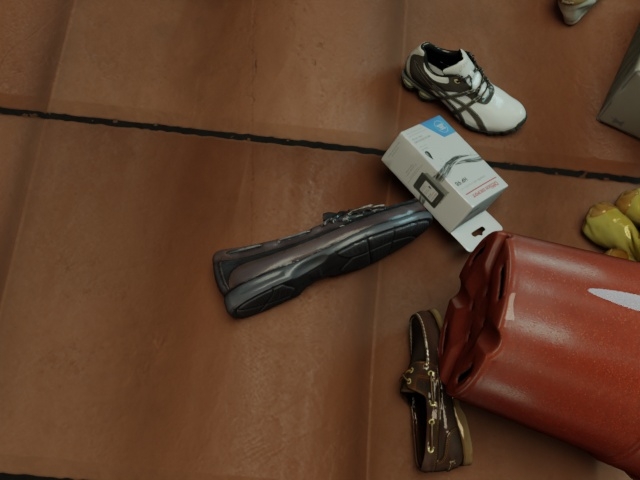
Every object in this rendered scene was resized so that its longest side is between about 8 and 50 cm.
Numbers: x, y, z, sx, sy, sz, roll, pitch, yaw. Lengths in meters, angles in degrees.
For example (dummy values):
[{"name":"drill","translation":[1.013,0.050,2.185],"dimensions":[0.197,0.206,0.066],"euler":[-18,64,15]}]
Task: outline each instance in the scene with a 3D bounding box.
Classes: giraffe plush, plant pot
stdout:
[{"name":"giraffe plush","translation":[0.470,0.006,1.123],"dimensions":[0.181,0.170,0.210],"euler":[-20,72,-11]},{"name":"plant pot","translation":[0.296,0.122,0.994],"dimensions":[0.265,0.272,0.272],"euler":[17,69,-7]}]

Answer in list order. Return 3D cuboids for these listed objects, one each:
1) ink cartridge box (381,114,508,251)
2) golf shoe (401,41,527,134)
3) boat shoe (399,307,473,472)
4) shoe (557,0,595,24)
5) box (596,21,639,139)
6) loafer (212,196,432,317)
[{"name":"ink cartridge box","translation":[0.184,-0.081,1.172],"dimensions":[0.180,0.060,0.104],"euler":[48,43,13]},{"name":"golf shoe","translation":[0.213,-0.221,1.231],"dimensions":[0.198,0.094,0.077],"euler":[25,69,3]},{"name":"boat shoe","translation":[0.138,0.190,1.083],"dimensions":[0.073,0.073,0.207],"euler":[-7,70,-10]},{"name":"shoe","translation":[0.434,-0.431,1.350],"dimensions":[0.076,0.058,0.219],"euler":[18,61,36]},{"name":"box","translation":[0.526,-0.272,1.243],"dimensions":[0.126,0.149,0.232],"euler":[27,71,5]},{"name":"loafer","translation":[0.000,0.000,1.129],"dimensions":[0.302,0.109,0.095],"euler":[-24,69,-9]}]
